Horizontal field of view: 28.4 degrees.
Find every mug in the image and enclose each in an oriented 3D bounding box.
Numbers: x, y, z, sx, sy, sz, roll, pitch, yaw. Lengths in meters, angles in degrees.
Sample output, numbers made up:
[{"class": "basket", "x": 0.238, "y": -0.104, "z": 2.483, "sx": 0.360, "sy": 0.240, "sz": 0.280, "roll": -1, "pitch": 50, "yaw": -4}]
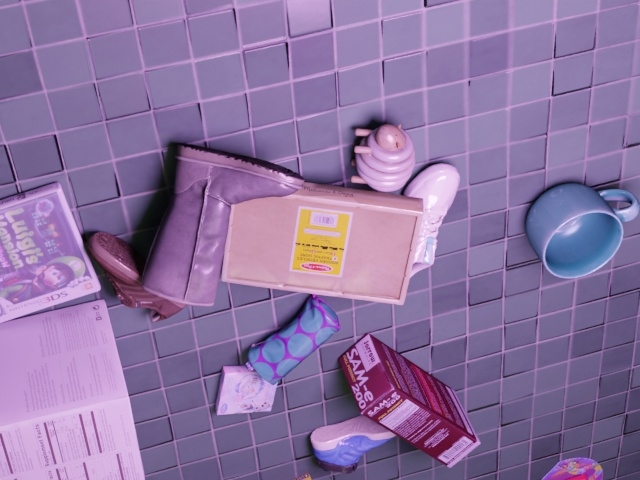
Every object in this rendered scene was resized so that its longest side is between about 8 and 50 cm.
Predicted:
[{"class": "mug", "x": 0.388, "y": -0.023, "z": 1.914, "sx": 0.157, "sy": 0.097, "sz": 0.129, "roll": -4, "pitch": 128, "yaw": -19}]

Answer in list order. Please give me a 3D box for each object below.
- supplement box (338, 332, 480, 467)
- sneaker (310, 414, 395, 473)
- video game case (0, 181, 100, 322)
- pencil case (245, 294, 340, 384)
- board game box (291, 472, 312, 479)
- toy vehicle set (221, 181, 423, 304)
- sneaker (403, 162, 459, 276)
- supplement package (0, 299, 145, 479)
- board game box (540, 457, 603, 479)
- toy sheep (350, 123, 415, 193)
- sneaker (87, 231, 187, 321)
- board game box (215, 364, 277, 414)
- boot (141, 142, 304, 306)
[{"class": "supplement box", "x": 0.143, "y": 0.258, "z": 2.031, "sx": 0.073, "sy": 0.130, "sz": 0.239, "roll": -41, "pitch": 129, "yaw": 15}, {"class": "sneaker", "x": 0.063, "y": 0.343, "z": 2.115, "sx": 0.152, "sy": 0.058, "sz": 0.085, "roll": -13, "pitch": 126, "yaw": -5}, {"class": "video game case", "x": -0.404, "y": 0.023, "z": 1.698, "sx": 0.173, "sy": 0.022, "sz": 0.190, "roll": -18, "pitch": 132, "yaw": -6}, {"class": "pencil case", "x": -0.042, "y": 0.150, "z": 1.914, "sx": 0.151, "sy": 0.070, "sz": 0.064, "roll": -40, "pitch": 169, "yaw": 12}, {"class": "board game box", "x": -0.072, "y": 0.514, "z": 2.115, "sx": 0.194, "sy": 0.194, "sz": 0.060, "roll": -25, "pitch": 132, "yaw": 0}, {"class": "toy vehicle set", "x": 0.000, "y": 0.000, "z": 1.769, "sx": 0.266, "sy": 0.035, "sz": 0.166, "roll": 8, "pitch": 126, "yaw": -4}, {"class": "sneaker", "x": 0.148, "y": -0.010, "z": 1.834, "sx": 0.080, "sy": 0.094, "sz": 0.212, "roll": 12, "pitch": 123, "yaw": -29}, {"class": "supplement package", "x": -0.399, "y": 0.243, "z": 1.762, "sx": 0.262, "sy": 0.199, "sz": 0.198, "roll": -13, "pitch": 132, "yaw": -11}, {"class": "board game box", "x": 0.467, "y": 0.483, "z": 2.406, "sx": 0.133, "sy": 0.033, "sz": 0.169, "roll": 23, "pitch": 117, "yaw": -34}, {"class": "toy sheep", "x": 0.087, "y": -0.110, "z": 1.739, "sx": 0.091, "sy": 0.091, "sz": 0.132, "roll": -11, "pitch": 145, "yaw": -12}, {"class": "sneaker", "x": -0.263, "y": 0.060, "z": 1.753, "sx": 0.071, "sy": 0.066, "sz": 0.188, "roll": -40, "pitch": 130, "yaw": 15}, {"class": "board game box", "x": -0.115, "y": 0.233, "z": 1.984, "sx": 0.090, "sy": 0.020, "sz": 0.090, "roll": -2, "pitch": 128, "yaw": -21}, {"class": "boot", "x": -0.131, "y": -0.011, "z": 1.676, "sx": 0.189, "sy": 0.076, "sz": 0.209, "roll": 13, "pitch": 98, "yaw": 8}]
